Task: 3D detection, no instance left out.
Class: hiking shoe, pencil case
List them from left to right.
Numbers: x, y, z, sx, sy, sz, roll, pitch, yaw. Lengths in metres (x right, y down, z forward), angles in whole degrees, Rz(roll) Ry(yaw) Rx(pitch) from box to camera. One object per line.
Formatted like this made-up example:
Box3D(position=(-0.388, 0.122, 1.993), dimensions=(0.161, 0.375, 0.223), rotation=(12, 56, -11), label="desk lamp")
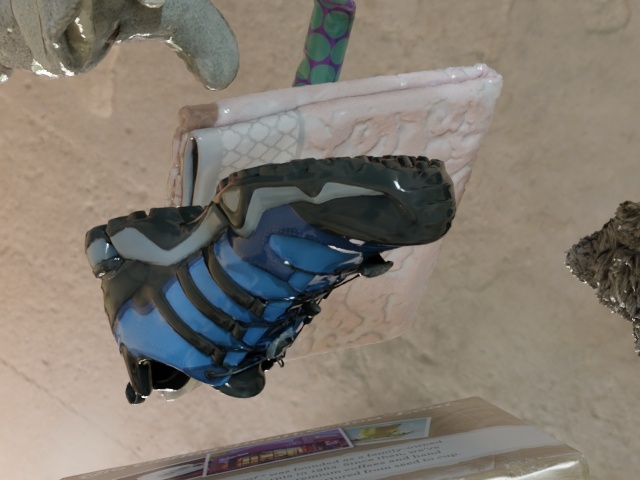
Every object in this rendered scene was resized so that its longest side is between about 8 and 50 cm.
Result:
Box3D(position=(-0.031, 0.028, 0.540), dimensions=(0.304, 0.113, 0.132), rotation=(-15, 85, 47), label="hiking shoe")
Box3D(position=(0.002, -0.266, 1.198), dimensions=(0.070, 0.064, 0.151), rotation=(44, 131, 36), label="pencil case")

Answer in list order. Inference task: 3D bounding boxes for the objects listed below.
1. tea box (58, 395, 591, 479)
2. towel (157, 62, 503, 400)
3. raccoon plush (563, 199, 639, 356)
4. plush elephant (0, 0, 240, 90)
Box3D(position=(0.001, 0.296, 0.546), dimensions=(0.329, 0.220, 0.323), rotation=(-11, 89, -6), label="tea box")
Box3D(position=(0.000, 0.000, 0.808), dimensions=(0.053, 0.317, 0.331), rotation=(53, 142, 36), label="towel")
Box3D(position=(0.449, 0.137, 1.040), dimensions=(0.299, 0.446, 0.216), rotation=(30, 126, -8), label="raccoon plush")
Box3D(position=(-0.120, -0.202, 0.523), dimensions=(0.272, 0.330, 0.255), rotation=(31, 111, 56), label="plush elephant")
